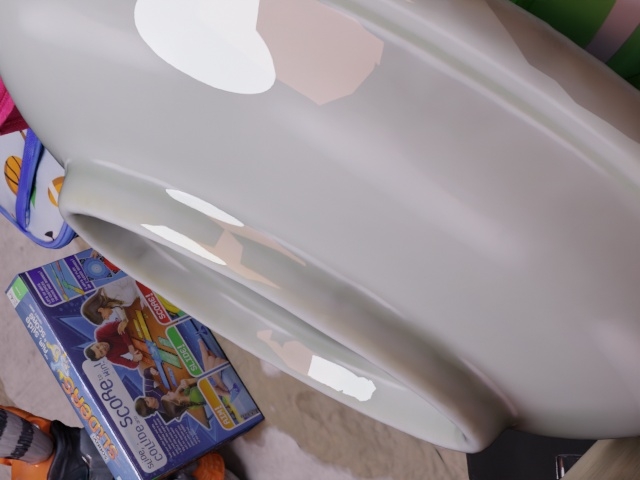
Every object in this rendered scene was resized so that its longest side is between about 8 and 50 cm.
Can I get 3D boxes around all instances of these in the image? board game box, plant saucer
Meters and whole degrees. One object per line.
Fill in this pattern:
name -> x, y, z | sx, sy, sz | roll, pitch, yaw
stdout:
board game box -> -0.155, 0.097, 0.965 | 0.201, 0.136, 0.035 | 57, 136, 11
plant saucer -> 0.000, 0.000, 0.508 | 0.400, 0.100, 0.400 | 29, 168, 7

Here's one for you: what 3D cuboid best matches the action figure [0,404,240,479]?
action figure -> -0.197, 0.230, 0.940 | 0.178, 0.330, 0.341 | -64, 30, 26

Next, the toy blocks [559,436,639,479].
toy blocks -> 0.129, 0.306, 0.550 | 0.309, 0.260, 0.288 | 45, 138, 15

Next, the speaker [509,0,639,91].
speaker -> 0.196, -0.104, 0.416 | 0.131, 0.297, 0.131 | -176, 90, -73

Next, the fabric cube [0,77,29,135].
fabric cube -> -0.122, -0.259, 0.697 | 0.258, 0.259, 0.254 | 56, 135, 12

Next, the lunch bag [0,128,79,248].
lunch bag -> -0.226, -0.156, 0.951 | 0.243, 0.115, 0.303 | 40, 132, 23

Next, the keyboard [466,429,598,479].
keyboard -> 0.147, 0.000, 0.654 | 0.201, 0.033, 0.317 | -7, 88, 53
